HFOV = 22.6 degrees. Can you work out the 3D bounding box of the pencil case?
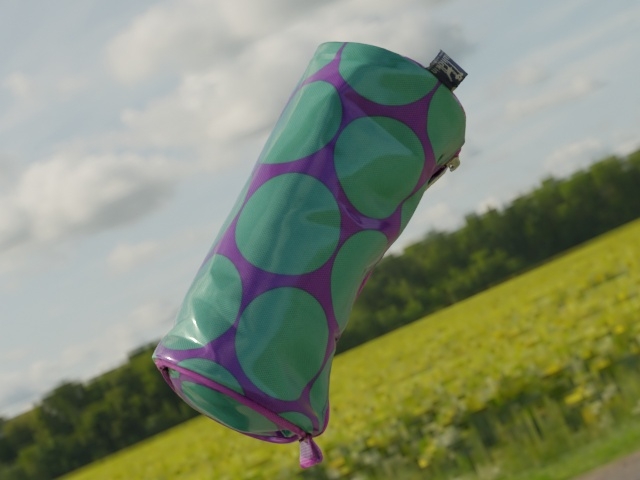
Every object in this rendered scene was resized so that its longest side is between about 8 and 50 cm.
[{"bbox_3d":[0.000,0.000,0.582,0.152,0.070,0.064,-62,11,-20],"label":"pencil case"}]
